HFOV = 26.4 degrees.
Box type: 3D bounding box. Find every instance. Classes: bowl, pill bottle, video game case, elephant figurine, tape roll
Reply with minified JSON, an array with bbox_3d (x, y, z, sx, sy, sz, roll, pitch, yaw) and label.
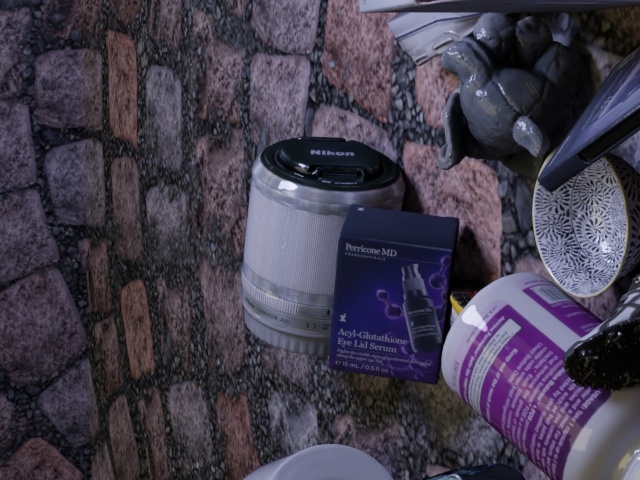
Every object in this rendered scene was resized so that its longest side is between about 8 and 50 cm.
[{"bbox_3d":[0.311,-0.025,1.483,0.170,0.080,0.170,176,90,-65],"label":"bowl"},{"bbox_3d":[0.282,0.176,1.452,0.301,0.169,0.169,41,132,40],"label":"pill bottle"},{"bbox_3d":[0.331,-0.166,1.325,0.026,0.196,0.274,41,149,-4],"label":"video game case"},{"bbox_3d":[0.209,-0.143,1.627,0.169,0.186,0.239,37,150,11],"label":"elephant figurine"},{"bbox_3d":[-0.010,0.437,2.043,0.169,0.246,0.246,143,118,-61],"label":"tape roll"}]

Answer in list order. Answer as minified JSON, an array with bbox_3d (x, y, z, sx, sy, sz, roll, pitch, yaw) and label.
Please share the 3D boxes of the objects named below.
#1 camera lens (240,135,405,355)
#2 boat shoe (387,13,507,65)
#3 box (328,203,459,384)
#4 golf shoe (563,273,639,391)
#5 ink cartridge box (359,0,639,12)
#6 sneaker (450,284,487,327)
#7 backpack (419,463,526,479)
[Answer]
[{"bbox_3d":[0.000,0.000,1.971,0.219,0.219,0.274,45,133,54],"label":"camera lens"},{"bbox_3d":[0.179,-0.270,1.708,0.267,0.096,0.088,-9,114,59],"label":"boat shoe"},{"bbox_3d":[0.097,0.071,1.817,0.108,0.153,0.207,-67,-18,-64],"label":"box"},{"bbox_3d":[0.326,0.083,1.372,0.094,0.198,0.077,-122,9,-63],"label":"golf shoe"},{"bbox_3d":[0.212,-0.270,1.420,0.239,0.275,0.060,9,103,63],"label":"ink cartridge box"},{"bbox_3d":[0.227,0.142,1.698,0.225,0.088,0.093,-121,31,-58],"label":"sneaker"},{"bbox_3d":[0.164,0.411,1.760,0.253,0.191,0.225,144,117,-66],"label":"backpack"}]
